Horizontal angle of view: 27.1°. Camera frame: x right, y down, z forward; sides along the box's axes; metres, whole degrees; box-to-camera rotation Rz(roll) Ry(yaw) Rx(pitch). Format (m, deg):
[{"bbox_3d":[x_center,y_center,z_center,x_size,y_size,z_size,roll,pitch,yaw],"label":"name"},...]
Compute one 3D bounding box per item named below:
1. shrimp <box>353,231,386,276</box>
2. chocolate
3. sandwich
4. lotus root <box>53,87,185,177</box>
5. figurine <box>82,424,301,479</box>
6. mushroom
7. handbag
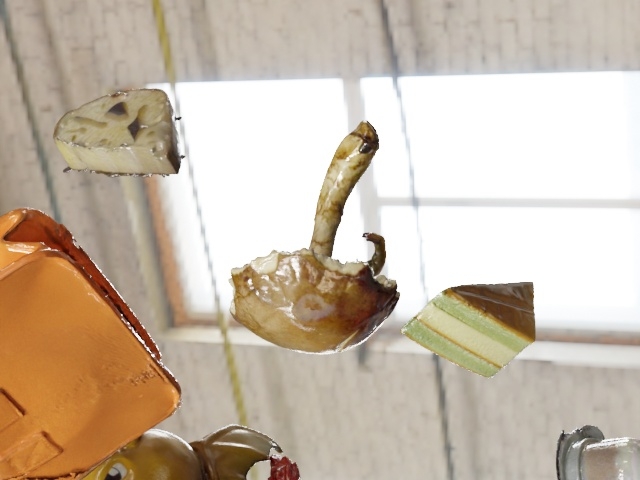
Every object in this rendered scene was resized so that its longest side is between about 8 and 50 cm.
[{"bbox_3d":[0.047,0.035,1.902,0.127,0.025,0.091,-25,-46,-34],"label":"shrimp"},{"bbox_3d":[0.481,0.383,2.119,0.221,0.147,0.221,45,-147,-40],"label":"chocolate"},{"bbox_3d":[0.218,0.099,1.970,0.187,0.117,0.144,29,-146,-22],"label":"sandwich"},{"bbox_3d":[-0.307,-0.173,2.126,0.170,0.261,0.074,-62,-40,-38],"label":"lotus root"},{"bbox_3d":[-0.221,0.441,2.214,0.387,0.268,0.401,34,-151,-16],"label":"figurine"},{"bbox_3d":[0.022,0.027,1.828,0.301,0.208,0.233,-51,4,-33],"label":"mushroom"},{"bbox_3d":[-0.392,0.170,1.790,0.116,0.303,0.410,51,174,45],"label":"handbag"}]
